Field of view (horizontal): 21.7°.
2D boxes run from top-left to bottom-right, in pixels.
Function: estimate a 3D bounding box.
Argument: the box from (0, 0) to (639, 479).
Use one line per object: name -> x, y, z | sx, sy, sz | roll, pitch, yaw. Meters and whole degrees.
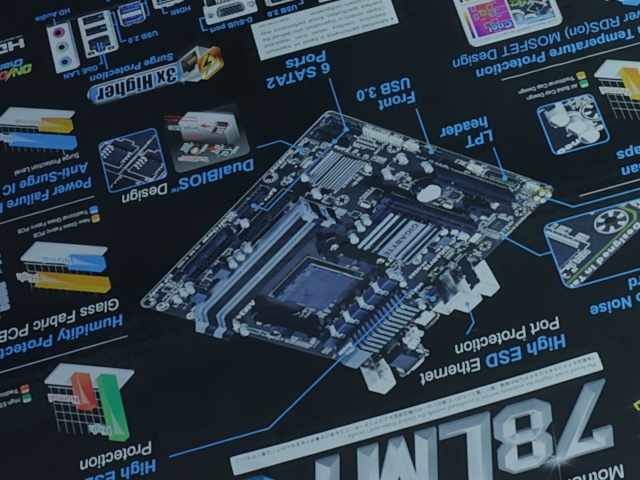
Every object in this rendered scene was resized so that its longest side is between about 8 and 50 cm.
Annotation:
box -> 0.000, 0.000, 0.561 | 0.296, 0.073, 0.293 | -16, 63, -2
